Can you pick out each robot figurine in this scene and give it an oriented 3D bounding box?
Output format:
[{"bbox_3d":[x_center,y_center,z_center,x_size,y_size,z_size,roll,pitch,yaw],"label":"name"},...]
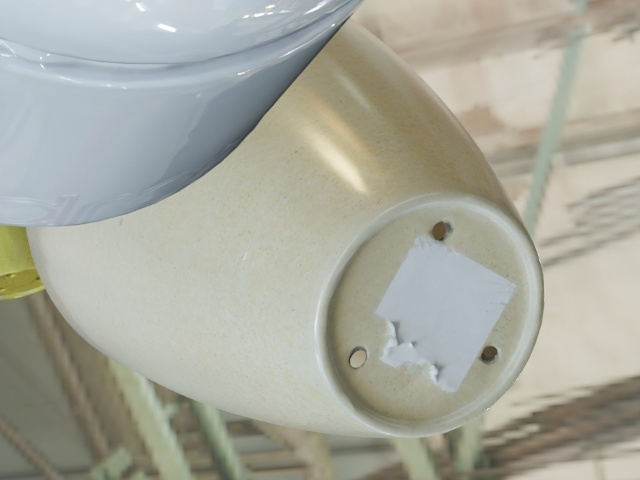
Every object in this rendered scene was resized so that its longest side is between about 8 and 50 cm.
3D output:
[{"bbox_3d":[-0.074,-0.123,0.554,0.300,0.353,0.199,-6,-102,-17],"label":"robot figurine"}]

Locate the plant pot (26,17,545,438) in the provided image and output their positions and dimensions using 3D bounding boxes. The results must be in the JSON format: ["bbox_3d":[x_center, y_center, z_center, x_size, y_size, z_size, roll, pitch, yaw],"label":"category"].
[{"bbox_3d":[0.000,0.000,1.002,0.257,0.274,0.256,-7,-72,-24],"label":"plant pot"}]

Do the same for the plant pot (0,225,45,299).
[{"bbox_3d":[-0.238,-0.010,1.381,0.134,0.134,0.095,8,-119,-54],"label":"plant pot"}]
